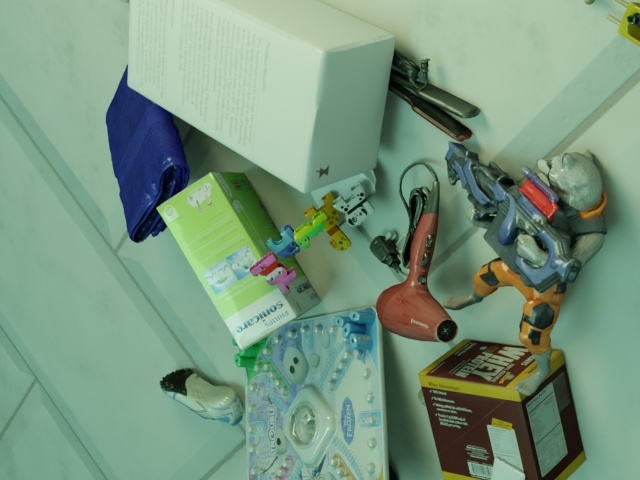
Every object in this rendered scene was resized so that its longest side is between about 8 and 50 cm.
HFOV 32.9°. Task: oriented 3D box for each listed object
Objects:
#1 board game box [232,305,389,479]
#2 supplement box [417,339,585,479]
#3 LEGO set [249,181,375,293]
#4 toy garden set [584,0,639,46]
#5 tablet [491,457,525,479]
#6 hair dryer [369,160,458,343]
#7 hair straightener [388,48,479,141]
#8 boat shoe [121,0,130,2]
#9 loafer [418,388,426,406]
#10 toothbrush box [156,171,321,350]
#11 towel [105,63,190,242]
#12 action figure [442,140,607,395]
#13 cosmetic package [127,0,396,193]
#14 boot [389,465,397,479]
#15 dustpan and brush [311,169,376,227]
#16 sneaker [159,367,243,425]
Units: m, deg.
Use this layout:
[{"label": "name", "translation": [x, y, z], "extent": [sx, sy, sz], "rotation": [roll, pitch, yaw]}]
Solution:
[{"label": "board game box", "translation": [-0.031, 0.334, 1.957], "extent": [0.390, 0.050, 0.389], "rotation": [-15, 73, 48]}, {"label": "supplement box", "translation": [0.281, 0.275, 1.682], "extent": [0.191, 0.129, 0.194], "rotation": [2, 113, 45]}, {"label": "LEGO set", "translation": [0.000, 0.000, 1.768], "extent": [0.227, 0.087, 0.093], "rotation": [-38, 109, 8]}, {"label": "toy garden set", "translation": [0.365, -0.349, 1.311], "extent": [0.244, 0.049, 0.203], "rotation": [37, 134, 25]}, {"label": "tablet", "translation": [0.280, 0.371, 1.633], "extent": [0.054, 0.006, 0.083], "rotation": [27, 129, 33]}, {"label": "hair dryer", "translation": [0.137, 0.044, 1.640], "extent": [0.223, 0.080, 0.293], "rotation": [110, 151, -46]}, {"label": "hair straightener", "translation": [0.145, -0.243, 1.605], "extent": [0.230, 0.047, 0.089], "rotation": [42, 135, 27]}, {"label": "boat shoe", "translation": [-0.358, -0.512, 1.937], "extent": [0.059, 0.063, 0.170], "rotation": [2, 112, 51]}, {"label": "loafer", "translation": [0.189, 0.247, 1.780], "extent": [0.045, 0.125, 0.039], "rotation": [-32, 99, 15]}, {"label": "toothbrush box", "translation": [-0.136, 0.029, 1.889], "extent": [0.122, 0.206, 0.283], "rotation": [-33, 88, 12]}, {"label": "towel", "translation": [-0.314, -0.178, 1.994], "extent": [0.227, 0.076, 0.308], "rotation": [-53, 44, 42]}, {"label": "action figure", "translation": [0.294, -0.001, 1.543], "extent": [0.341, 0.179, 0.330], "rotation": [-115, 37, -44]}, {"label": "cosmetic package", "translation": [-0.109, -0.282, 1.710], "extent": [0.453, 0.161, 0.230], "rotation": [33, 129, 35]}, {"label": "boot", "translation": [0.031, 0.529, 2.016], "extent": [0.094, 0.207, 0.246], "rotation": [40, 135, 18]}, {"label": "dustpan and brush", "translation": [0.007, -0.141, 1.793], "extent": [0.211, 0.060, 0.147], "rotation": [49, 140, 3]}, {"label": "sneaker", "translation": [-0.257, 0.335, 2.296], "extent": [0.237, 0.085, 0.086], "rotation": [15, 129, 43]}]
